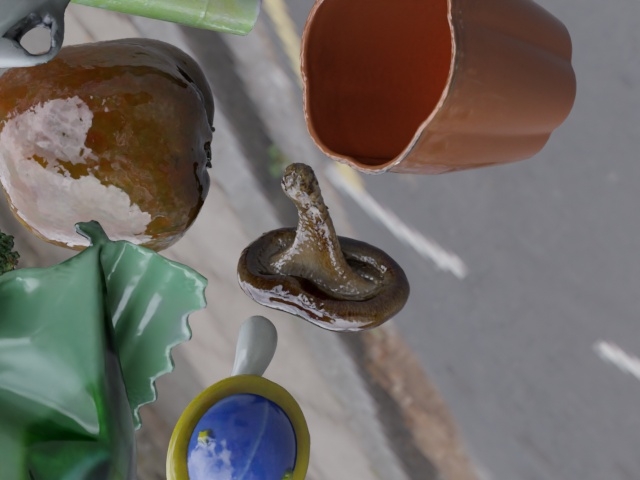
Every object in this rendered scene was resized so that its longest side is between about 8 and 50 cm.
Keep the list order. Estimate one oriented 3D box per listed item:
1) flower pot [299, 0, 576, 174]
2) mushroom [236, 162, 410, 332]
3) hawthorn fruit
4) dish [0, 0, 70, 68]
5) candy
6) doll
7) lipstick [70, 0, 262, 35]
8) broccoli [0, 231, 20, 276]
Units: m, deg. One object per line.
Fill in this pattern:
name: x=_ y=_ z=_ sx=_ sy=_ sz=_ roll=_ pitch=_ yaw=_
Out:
flower pot: x=0.106 y=-0.139 z=1.478 sx=0.173 sy=0.190 sz=0.191 roll=5 pitch=-167 yaw=-38
mushroom: x=0.000 y=0.000 z=2.257 sx=0.227 sy=0.148 sz=0.217 roll=13 pitch=136 yaw=14
hawthorn fruit: x=-0.275 y=-0.113 z=2.181 sx=0.268 sy=0.301 sz=0.267 roll=179 pitch=90 yaw=-86
dish: x=-0.309 y=-0.258 z=1.383 sx=0.303 sy=0.303 sz=0.120 roll=39 pitch=159 yaw=27
candy: x=-0.219 y=0.189 z=0.987 sx=0.172 sy=0.398 sz=0.263 roll=26 pitch=131 yaw=1
doll: x=-0.085 y=0.226 z=2.164 sx=0.160 sy=0.311 sz=0.242 roll=21 pitch=158 yaw=0
lipstick: x=-0.217 y=-0.294 z=2.110 sx=0.304 sy=0.076 sz=0.076 roll=9 pitch=-178 yaw=-28
broccoli: x=-0.365 y=0.022 z=1.722 sx=0.194 sy=0.219 sz=0.194 roll=24 pitch=155 yaw=12
